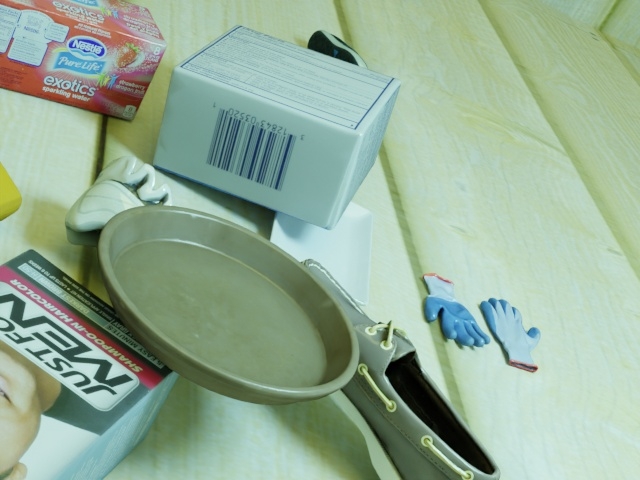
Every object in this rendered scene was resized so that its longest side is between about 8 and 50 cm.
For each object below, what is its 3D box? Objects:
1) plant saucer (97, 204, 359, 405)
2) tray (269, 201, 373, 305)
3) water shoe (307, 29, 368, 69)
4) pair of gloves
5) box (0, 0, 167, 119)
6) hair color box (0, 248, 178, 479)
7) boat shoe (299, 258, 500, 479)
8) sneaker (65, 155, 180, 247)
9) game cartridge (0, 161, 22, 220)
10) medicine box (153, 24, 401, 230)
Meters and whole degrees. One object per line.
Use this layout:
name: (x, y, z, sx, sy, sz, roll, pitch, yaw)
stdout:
plant saucer: (-0.091, 0.064, 1.172, 0.278, 0.041, 0.278, 26, 25, -13)
tray: (0.000, 0.000, 1.638, 0.145, 0.030, 0.270, 25, 26, -9)
water shoe: (0.054, -0.322, 2.220, 0.080, 0.073, 0.203, 9, 33, -41)
pair of gloves: (0.228, 0.112, 1.684, 0.198, 0.023, 0.159, 19, 28, -20)
box: (-0.355, -0.271, 1.640, 0.257, 0.128, 0.122, 12, 32, -32)
hair color box: (-0.281, 0.154, 0.976, 0.185, 0.113, 0.374, 34, 27, 7)
boat shoe: (0.067, 0.145, 1.283, 0.324, 0.097, 0.116, 57, 26, 17)
sneaker: (-0.157, 0.040, 1.346, 0.292, 0.110, 0.118, 40, 53, 5)
game cartridge: (-0.468, -0.106, 1.182, 0.285, 0.053, 0.324, 59, 27, -3)
medicine box: (-0.053, -0.167, 1.693, 0.263, 0.149, 0.289, 20, 25, 6)
